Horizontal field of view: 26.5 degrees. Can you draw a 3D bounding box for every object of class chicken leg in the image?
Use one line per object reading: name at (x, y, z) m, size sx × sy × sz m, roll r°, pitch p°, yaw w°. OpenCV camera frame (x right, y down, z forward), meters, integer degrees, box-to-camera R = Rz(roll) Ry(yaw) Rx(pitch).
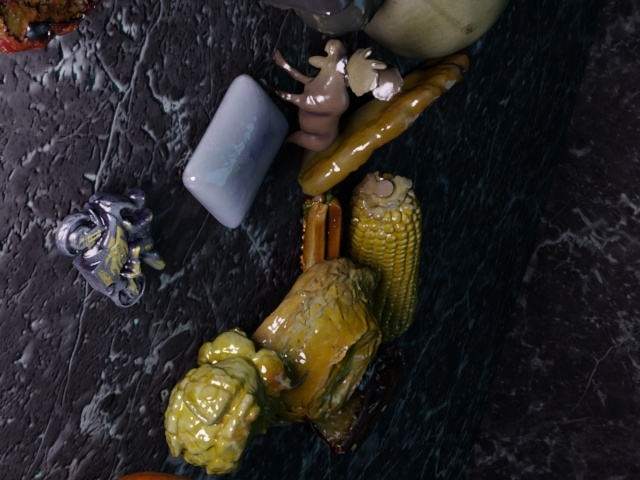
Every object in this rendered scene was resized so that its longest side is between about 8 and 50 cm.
chicken leg at (-0.278, -0.232, 1.298) m, size 0.234 × 0.063 × 0.105 m, roll -40°, pitch 139°, yaw -52°

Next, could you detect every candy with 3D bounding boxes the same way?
candy at (-0.111, -0.118, 1.798) m, size 0.174 × 0.071 × 0.138 m, roll -64°, pitch 146°, yaw -16°

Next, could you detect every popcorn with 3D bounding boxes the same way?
popcorn at (-0.132, 0.239, 1.951) m, size 0.195 × 0.174 × 0.168 m, roll -54°, pitch 141°, yaw -49°

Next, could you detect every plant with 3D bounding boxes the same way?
plant at (-0.004, -0.376, 1.754) m, size 0.164 × 0.142 × 0.256 m, roll -59°, pitch 145°, yaw -28°

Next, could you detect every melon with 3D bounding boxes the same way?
melon at (0.153, -0.417, 1.934) m, size 0.268 × 0.269 × 0.330 m, roll -59°, pitch 159°, yaw -29°

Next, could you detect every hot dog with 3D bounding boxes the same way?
hot dog at (0.000, 0.000, 2.204) m, size 0.072 × 0.055 × 0.188 m, roll -30°, pitch 141°, yaw -35°

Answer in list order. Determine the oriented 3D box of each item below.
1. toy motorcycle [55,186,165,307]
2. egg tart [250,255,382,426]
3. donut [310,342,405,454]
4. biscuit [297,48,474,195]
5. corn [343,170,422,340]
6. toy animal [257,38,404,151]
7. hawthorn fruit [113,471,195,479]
toy motorcycle at (-0.238, -0.002, 1.602) m, size 0.124 × 0.061 × 0.193 m, roll -57°, pitch 148°, yaw -15°
egg tart at (0.000, 0.184, 2.196) m, size 0.341 × 0.129 × 0.341 m, roll -46°, pitch 155°, yaw -29°
donut at (0.066, 0.279, 2.538) m, size 0.216 × 0.096 × 0.230 m, roll -40°, pitch 149°, yaw -47°
biscuit at (0.092, -0.191, 2.096) m, size 0.329 × 0.078 × 0.335 m, roll -37°, pitch -174°, yaw 1°
corn at (0.109, 0.033, 2.402) m, size 0.144 × 0.144 × 0.387 m, roll -55°, pitch 159°, yaw -35°
toy animal at (0.013, -0.203, 1.859) m, size 0.214 × 0.186 × 0.093 m, roll 97°, pitch 19°, yaw -52°
hawthorn fruit at (-0.215, 0.418, 1.722) m, size 0.277 × 0.277 × 0.298 m, roll -60°, pitch 161°, yaw -25°
